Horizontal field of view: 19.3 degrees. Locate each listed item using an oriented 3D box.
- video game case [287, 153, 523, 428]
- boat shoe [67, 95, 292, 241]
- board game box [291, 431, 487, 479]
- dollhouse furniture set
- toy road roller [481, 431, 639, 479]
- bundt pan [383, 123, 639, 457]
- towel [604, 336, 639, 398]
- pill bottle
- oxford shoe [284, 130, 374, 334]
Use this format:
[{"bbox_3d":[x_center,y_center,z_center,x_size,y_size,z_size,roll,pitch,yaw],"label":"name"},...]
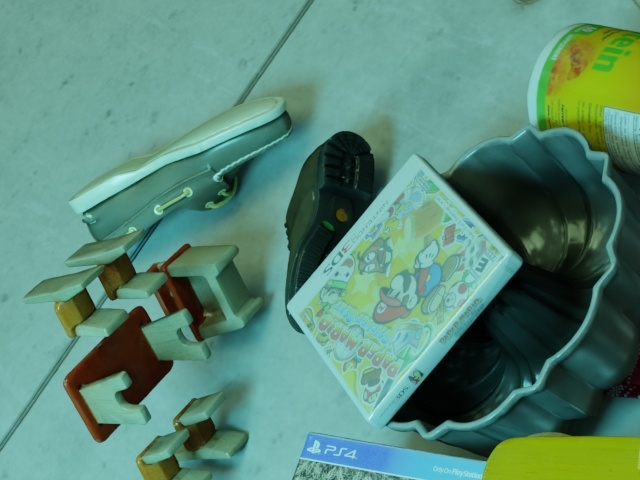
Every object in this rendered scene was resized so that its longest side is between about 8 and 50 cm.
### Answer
[{"bbox_3d":[0.074,0.043,1.805,0.206,0.026,0.227,-50,34,8],"label":"video game case"},{"bbox_3d":[-0.152,-0.076,2.206,0.305,0.091,0.109,-24,13,24],"label":"boat shoe"},{"bbox_3d":[0.065,0.345,1.712,0.232,0.141,0.291,4,66,41],"label":"board game box"},{"bbox_3d":[-0.185,0.112,2.017,0.135,0.262,0.259,-11,23,37],"label":"dollhouse furniture set"},{"bbox_3d":[0.283,0.293,1.515,0.329,0.202,0.241,-1,64,38],"label":"toy road roller"},{"bbox_3d":[0.187,0.060,1.783,0.331,0.124,0.331,-31,41,32],"label":"bundt pan"},{"bbox_3d":[0.381,0.056,1.713,0.275,0.031,0.199,0,63,40],"label":"towel"},{"bbox_3d":[0.330,-0.125,1.794,0.245,0.136,0.136,18,76,45],"label":"pill bottle"},{"bbox_3d":[0.000,0.000,2.051,0.096,0.083,0.227,-23,49,57],"label":"oxford shoe"}]
